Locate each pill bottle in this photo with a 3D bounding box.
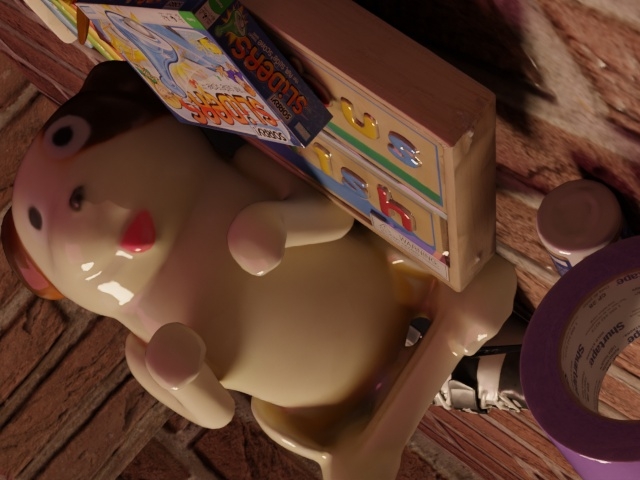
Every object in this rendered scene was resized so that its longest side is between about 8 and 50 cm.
[{"bbox_3d":[0.216,0.008,1.331,0.067,0.067,0.120,36,170,35],"label":"pill bottle"}]

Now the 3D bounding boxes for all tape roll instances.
[{"bbox_3d":[0.244,0.092,1.213,0.189,0.189,0.080,34,169,44],"label":"tape roll"}]

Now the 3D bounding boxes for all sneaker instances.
[{"bbox_3d":[0.187,0.174,2.139,0.330,0.146,0.122,35,168,34],"label":"sneaker"}]

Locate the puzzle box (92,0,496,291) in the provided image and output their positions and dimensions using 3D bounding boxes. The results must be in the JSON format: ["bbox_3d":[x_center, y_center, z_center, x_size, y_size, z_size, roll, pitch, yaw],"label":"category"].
[{"bbox_3d":[-0.039,-0.137,1.304,0.409,0.052,0.272,35,164,19],"label":"puzzle box"}]

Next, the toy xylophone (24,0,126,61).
[{"bbox_3d":[-0.236,-0.245,2.098,0.236,0.081,0.323,46,171,-34],"label":"toy xylophone"}]

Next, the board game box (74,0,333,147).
[{"bbox_3d":[-0.090,-0.137,1.257,0.136,0.035,0.201,49,163,-28],"label":"board game box"}]

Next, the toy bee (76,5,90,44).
[{"bbox_3d":[-0.235,-0.268,1.490,0.162,0.298,0.195,-1,110,52],"label":"toy bee"}]

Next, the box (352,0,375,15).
[{"bbox_3d":[-0.007,-0.158,1.466,0.147,0.077,0.180,37,171,27],"label":"box"}]

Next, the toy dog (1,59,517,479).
[{"bbox_3d":[-0.080,0.003,1.531,0.408,0.284,0.395,28,-159,-19],"label":"toy dog"}]

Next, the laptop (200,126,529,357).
[{"bbox_3d":[0.066,-0.070,1.829,0.382,0.236,0.408,37,-160,30],"label":"laptop"}]
